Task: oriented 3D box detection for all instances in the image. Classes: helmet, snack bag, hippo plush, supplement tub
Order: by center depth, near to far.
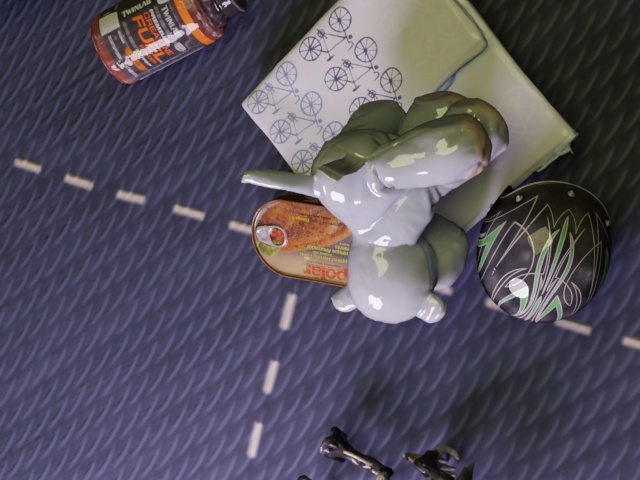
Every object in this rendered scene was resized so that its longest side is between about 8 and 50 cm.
[{"bbox_3d":[0.107,-0.023,1.775,0.234,0.294,0.236,-1,112,34],"label":"hippo plush"},{"bbox_3d":[0.259,0.012,1.790,0.169,0.161,0.169,0,98,-2],"label":"helmet"},{"bbox_3d":[0.101,-0.149,1.917,0.323,0.037,0.342,-43,76,24],"label":"snack bag"},{"bbox_3d":[-0.198,-0.292,2.042,0.198,0.106,0.106,-25,77,18],"label":"supplement tub"}]

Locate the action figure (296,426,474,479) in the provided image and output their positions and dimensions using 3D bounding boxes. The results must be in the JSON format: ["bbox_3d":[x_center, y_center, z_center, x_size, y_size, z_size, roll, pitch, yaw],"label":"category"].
[{"bbox_3d":[0.111,0.318,1.859,0.275,0.141,0.164,20,92,37],"label":"action figure"}]

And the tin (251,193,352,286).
[{"bbox_3d":[0.000,0.000,1.955,0.189,0.040,0.106,10,110,29],"label":"tin"}]
